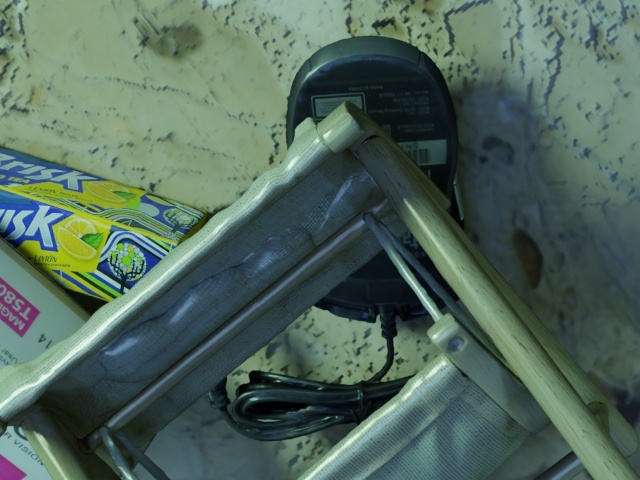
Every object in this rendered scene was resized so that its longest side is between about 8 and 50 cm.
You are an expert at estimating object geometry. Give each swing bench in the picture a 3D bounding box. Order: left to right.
[{"bbox_3d":[-0.003,0.099,1.028,0.253,0.165,0.255,-38,90,8],"label":"swing bench"}]

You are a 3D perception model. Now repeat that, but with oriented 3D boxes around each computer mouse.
[{"bbox_3d":[0.000,0.000,1.136,0.184,0.060,0.262,-8,118,8],"label":"computer mouse"}]

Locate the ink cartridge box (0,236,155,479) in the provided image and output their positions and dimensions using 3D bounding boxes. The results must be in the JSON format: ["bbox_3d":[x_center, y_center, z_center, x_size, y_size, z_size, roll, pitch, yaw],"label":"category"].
[{"bbox_3d":[-0.237,0.083,1.183,0.234,0.088,0.193,42,132,-12],"label":"ink cartridge box"}]

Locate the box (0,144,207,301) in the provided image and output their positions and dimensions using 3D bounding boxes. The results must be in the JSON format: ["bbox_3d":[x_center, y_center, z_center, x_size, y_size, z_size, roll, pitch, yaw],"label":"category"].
[{"bbox_3d":[-0.159,-0.010,1.180,0.169,0.059,0.054,17,115,10],"label":"box"}]
